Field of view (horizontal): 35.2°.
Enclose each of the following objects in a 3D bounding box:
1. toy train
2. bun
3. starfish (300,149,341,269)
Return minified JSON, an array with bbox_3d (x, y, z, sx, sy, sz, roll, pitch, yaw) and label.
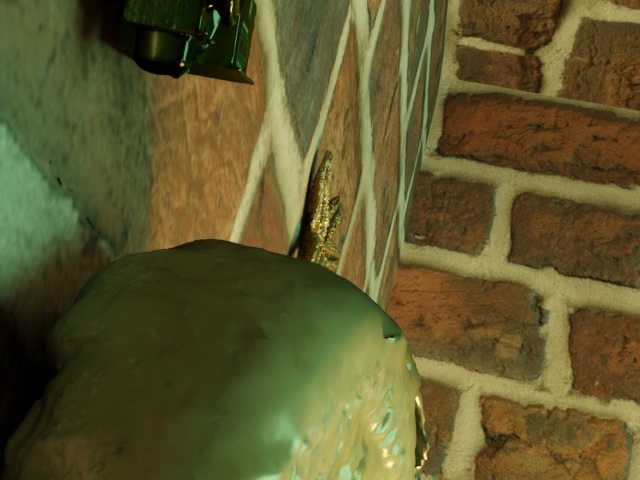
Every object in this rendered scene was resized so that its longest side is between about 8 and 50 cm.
[{"bbox_3d":[-0.063,-0.200,0.566,0.137,0.090,0.225,-39,140,-87],"label":"toy train"},{"bbox_3d":[-0.071,0.170,0.608,0.360,0.211,0.359,7,90,-71],"label":"bun"},{"bbox_3d":[-0.001,0.000,1.327,0.227,0.043,0.240,-54,151,-74],"label":"starfish"}]
